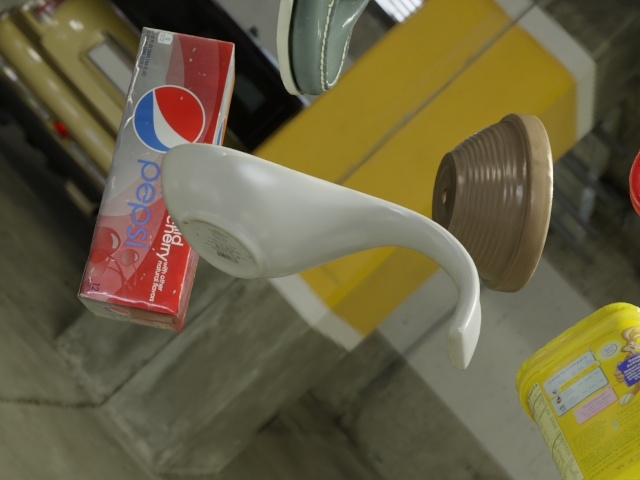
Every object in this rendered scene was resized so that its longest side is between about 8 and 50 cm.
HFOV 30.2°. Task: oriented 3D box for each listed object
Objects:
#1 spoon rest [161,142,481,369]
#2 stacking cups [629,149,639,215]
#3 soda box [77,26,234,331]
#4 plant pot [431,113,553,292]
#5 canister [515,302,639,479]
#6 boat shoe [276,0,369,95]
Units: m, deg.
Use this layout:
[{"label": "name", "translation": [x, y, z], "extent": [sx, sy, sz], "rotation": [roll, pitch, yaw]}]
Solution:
[{"label": "spoon rest", "translation": [0.000, 0.000, 0.875], "extent": [0.276, 0.084, 0.137], "rotation": [24, -28, 22]}, {"label": "stacking cups", "translation": [0.280, 0.039, 0.682], "extent": [0.316, 0.096, 0.096], "rotation": [33, 10, -41]}, {"label": "soda box", "translation": [-0.145, -0.056, 1.093], "extent": [0.092, 0.263, 0.083], "rotation": [11, -15, -1]}, {"label": "plant pot", "translation": [0.215, -0.052, 1.569], "extent": [0.109, 0.238, 0.237], "rotation": [5, 10, -10]}, {"label": "canister", "translation": [0.229, 0.137, 0.916], "extent": [0.073, 0.126, 0.170], "rotation": [48, 13, -24]}, {"label": "boat shoe", "translation": [0.039, -0.245, 0.955], "extent": [0.099, 0.320, 0.116], "rotation": [20, 36, 7]}]
